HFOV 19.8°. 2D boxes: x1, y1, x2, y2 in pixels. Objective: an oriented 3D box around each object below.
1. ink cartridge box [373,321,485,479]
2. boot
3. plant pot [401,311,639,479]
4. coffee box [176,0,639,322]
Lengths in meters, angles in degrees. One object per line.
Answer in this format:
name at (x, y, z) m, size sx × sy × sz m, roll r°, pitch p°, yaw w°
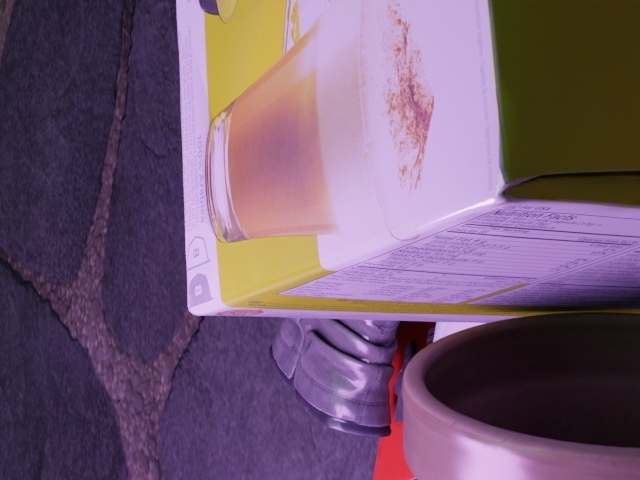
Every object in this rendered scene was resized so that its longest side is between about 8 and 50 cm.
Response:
ink cartridge box at (0.095, 0.083, 1.411) m, size 0.232 × 0.066 × 0.189 m, roll -23°, pitch 50°, yaw 52°
boot at (0.000, 0.000, 1.529) m, size 0.338 × 0.118 × 0.223 m, roll -113°, pitch 36°, yaw -60°
plant pot at (0.183, 0.188, 1.138) m, size 0.263 × 0.263 × 0.229 m, roll 25°, pitch 120°, yaw 57°
coffee box at (0.133, -0.139, 1.147) m, size 0.334 × 0.338 × 0.338 m, roll -22°, pitch 68°, yaw 56°
